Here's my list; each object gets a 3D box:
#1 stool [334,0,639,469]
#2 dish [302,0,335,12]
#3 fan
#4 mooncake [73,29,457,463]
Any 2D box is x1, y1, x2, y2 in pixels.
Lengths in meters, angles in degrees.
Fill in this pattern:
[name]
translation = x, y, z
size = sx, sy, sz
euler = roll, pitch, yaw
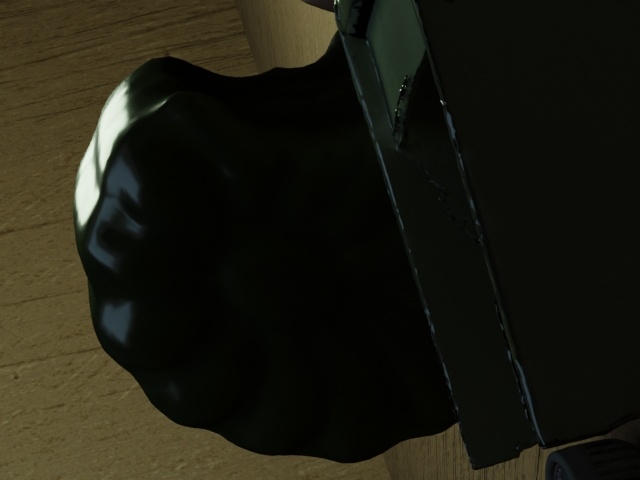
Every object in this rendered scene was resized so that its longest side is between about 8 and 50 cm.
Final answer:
[stool]
translation = 0.123, -0.046, 0.792
size = 0.243, 0.170, 0.270
euler = 101, 154, -80
[dish]
translation = 0.073, -0.209, 0.988
size = 0.213, 0.090, 0.213
euler = -59, 12, 21
[fan]
translation = 0.209, 0.253, 1.143
size = 0.130, 0.074, 0.244
euler = 102, 153, -76
[mooncake]
translation = 0.000, 0.000, 1.234
size = 0.187, 0.351, 0.351
euler = -109, 8, -58
